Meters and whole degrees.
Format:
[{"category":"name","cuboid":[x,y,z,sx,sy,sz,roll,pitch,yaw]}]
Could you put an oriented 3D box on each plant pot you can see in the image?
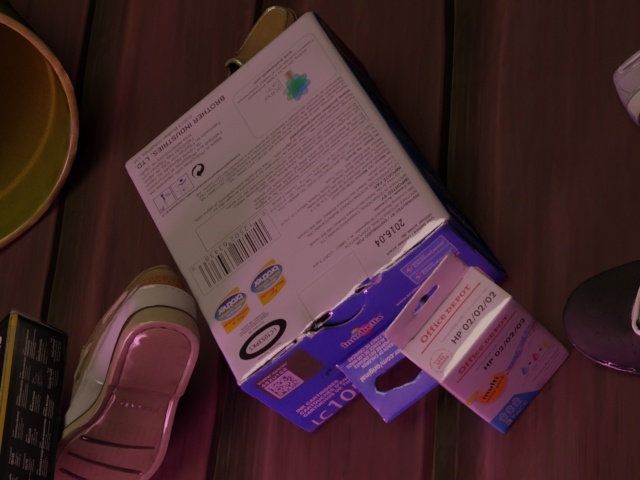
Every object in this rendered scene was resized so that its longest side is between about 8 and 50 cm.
[{"category":"plant pot","cuboid":[-0.508,-0.209,2.206,0.366,0.366,0.353,-39,40,9]}]

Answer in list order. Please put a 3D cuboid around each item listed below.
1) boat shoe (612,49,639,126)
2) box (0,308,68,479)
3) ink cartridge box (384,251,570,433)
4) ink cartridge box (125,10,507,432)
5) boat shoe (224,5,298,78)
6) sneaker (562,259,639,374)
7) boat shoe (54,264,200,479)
[{"category":"boat shoe","cuboid":[0.380,-0.205,1.790,0.227,0.079,0.081,-38,56,13]},{"category":"box","cuboid":[-0.368,0.268,1.908,0.257,0.079,0.322,-45,30,35]},{"category":"ink cartridge box","cuboid":[0.147,0.096,1.711,0.104,0.181,0.061,-51,51,-1]},{"category":"ink cartridge box","cuboid":[0.000,0.000,1.874,0.270,0.151,0.395,-39,50,10]},{"category":"boat shoe","cuboid":[-0.076,-0.188,2.071,0.068,0.072,0.190,4,68,34]},{"category":"sneaker","cuboid":[0.354,0.046,1.635,0.331,0.146,0.122,-3,66,33]},{"category":"boat shoe","cuboid":[-0.200,0.155,1.900,0.302,0.113,0.103,-57,25,34]}]
